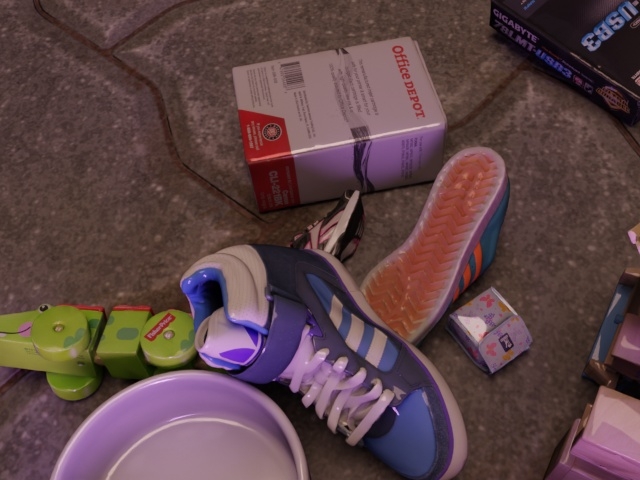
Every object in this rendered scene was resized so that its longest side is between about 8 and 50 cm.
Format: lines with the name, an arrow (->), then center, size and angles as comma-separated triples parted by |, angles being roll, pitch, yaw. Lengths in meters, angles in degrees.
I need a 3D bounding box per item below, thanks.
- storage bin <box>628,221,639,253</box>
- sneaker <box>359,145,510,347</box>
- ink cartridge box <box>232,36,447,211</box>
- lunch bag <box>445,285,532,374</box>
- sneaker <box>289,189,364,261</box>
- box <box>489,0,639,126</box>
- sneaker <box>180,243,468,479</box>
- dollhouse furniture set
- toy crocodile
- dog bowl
storage bin -> 0.379, 0.069, 0.587 | 0.260, 0.123, 0.262 | -20, 86, -52
sneaker -> 0.148, 0.037, 0.911 | 0.108, 0.121, 0.302 | 31, 84, 35
ink cartridge box -> 0.024, -0.170, 1.058 | 0.272, 0.114, 0.197 | -11, 53, -2
lunch bag -> 0.203, 0.109, 0.881 | 0.071, 0.053, 0.083 | -30, 67, -14
sneaker -> 0.000, 0.000, 0.967 | 0.077, 0.072, 0.178 | 15, 55, 19
box -> 0.471, -0.362, 1.147 | 0.295, 0.073, 0.293 | -39, 64, -10
sneaker -> -0.018, 0.135, 0.759 | 0.236, 0.130, 0.323 | -3, 48, -48
dollhouse furniture set -> 0.375, 0.124, 0.710 | 0.198, 0.286, 0.303 | 22, 70, 18
toy crocodile -> -0.233, 0.122, 0.875 | 0.340, 0.115, 0.105 | 3, 48, 5
dog bowl -> -0.138, 0.275, 0.761 | 0.264, 0.104, 0.265 | -3, 54, 4
